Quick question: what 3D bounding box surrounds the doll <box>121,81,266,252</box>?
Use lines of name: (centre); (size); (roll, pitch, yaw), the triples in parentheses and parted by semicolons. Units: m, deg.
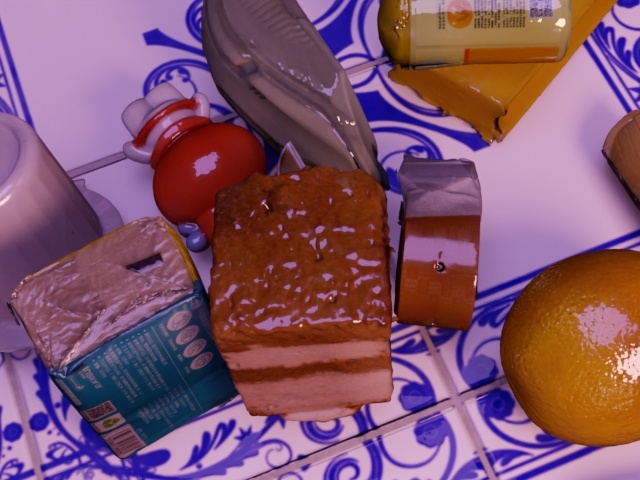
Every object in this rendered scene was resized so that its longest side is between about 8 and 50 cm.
doll: (-0.144, -0.082, 1.381); (0.161, 0.130, 0.290); (-36, 72, -15)

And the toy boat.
toy boat: (0.468, -0.034, 1.314); (0.121, 0.089, 0.321); (-30, 58, 7)

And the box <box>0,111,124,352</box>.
box: (-0.381, -0.015, 1.294); (0.262, 0.206, 0.291); (-43, 54, -17)

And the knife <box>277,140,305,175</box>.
knife: (0.000, 0.000, 1.310); (0.046, 0.022, 0.256); (-17, 99, 25)

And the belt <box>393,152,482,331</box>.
belt: (0.138, -0.002, 1.263); (0.105, 0.184, 0.261); (5, 33, 7)

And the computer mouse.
computer mouse: (-0.055, -0.205, 1.384); (0.145, 0.228, 0.429); (-29, 66, -4)

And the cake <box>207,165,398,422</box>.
cake: (-0.009, 0.077, 1.200); (0.196, 0.293, 0.199); (-7, 57, 3)

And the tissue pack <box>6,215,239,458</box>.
tissue pack: (-0.209, 0.114, 1.210); (0.192, 0.271, 0.134); (-30, 61, -11)

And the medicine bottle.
medicine bottle: (0.191, -0.279, 1.350); (0.239, 0.124, 0.124); (-2, 63, 4)

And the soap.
soap: (0.257, -0.308, 1.476); (0.204, 0.096, 0.324); (33, 71, 19)

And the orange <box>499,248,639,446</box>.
orange: (0.317, 0.119, 1.191); (0.236, 0.236, 0.236); (-2, 63, 4)
